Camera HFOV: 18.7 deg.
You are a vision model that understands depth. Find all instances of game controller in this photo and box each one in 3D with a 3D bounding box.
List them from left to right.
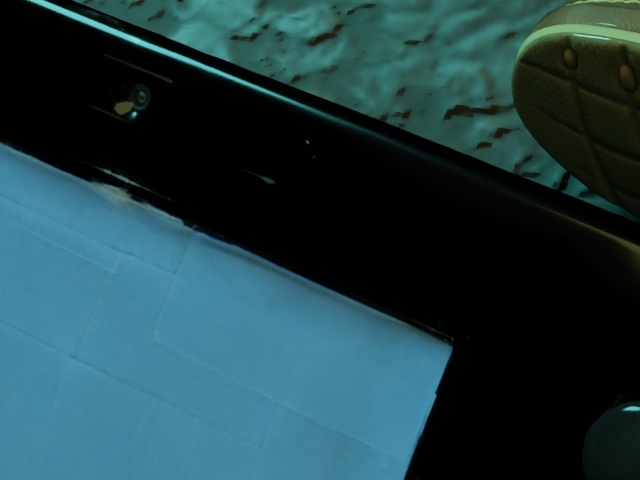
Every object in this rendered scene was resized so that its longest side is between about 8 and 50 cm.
[{"bbox_3d":[-0.057,0.036,0.428,0.319,0.067,0.166,23,89,26],"label":"game controller"}]

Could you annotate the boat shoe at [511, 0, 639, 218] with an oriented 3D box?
[{"bbox_3d":[0.138,-0.029,0.485,0.178,0.064,0.060,14,51,12],"label":"boat shoe"}]
